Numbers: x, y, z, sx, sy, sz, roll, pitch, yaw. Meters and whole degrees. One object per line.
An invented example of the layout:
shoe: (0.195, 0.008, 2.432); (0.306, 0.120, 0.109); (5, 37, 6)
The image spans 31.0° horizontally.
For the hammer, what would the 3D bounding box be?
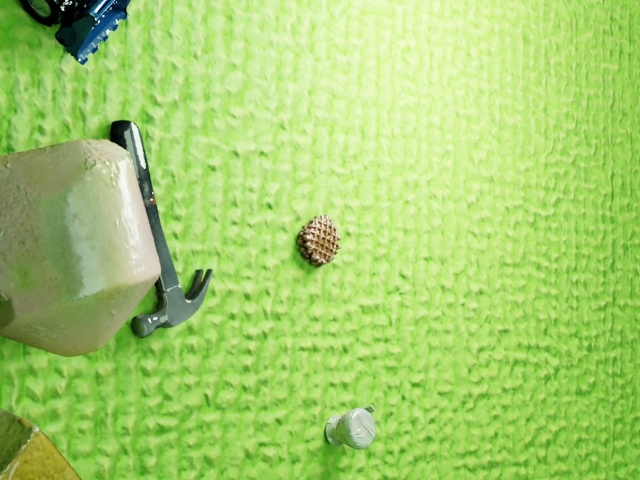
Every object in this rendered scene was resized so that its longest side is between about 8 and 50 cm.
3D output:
hammer: (-0.227, -0.025, 1.567); (0.137, 0.037, 0.289); (-23, 104, -43)

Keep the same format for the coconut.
coconut: (-0.309, 0.016, 1.367); (0.233, 0.233, 0.245); (-10, 88, -45)

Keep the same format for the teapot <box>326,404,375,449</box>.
teapot: (0.050, 0.292, 1.813); (0.083, 0.064, 0.064); (-48, 114, -41)

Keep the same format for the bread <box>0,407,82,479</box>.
bread: (-0.354, 0.336, 1.321); (0.184, 0.114, 0.274); (-54, 143, -28)

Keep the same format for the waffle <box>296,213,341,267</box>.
waffle: (0.000, 0.000, 1.804); (0.083, 0.029, 0.075); (-44, 118, -40)

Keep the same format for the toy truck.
toy truck: (-0.310, -0.336, 1.438); (0.208, 0.126, 0.113); (54, 53, -30)
